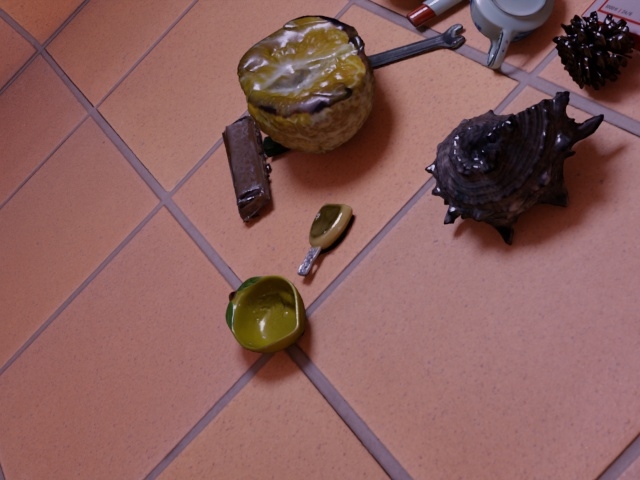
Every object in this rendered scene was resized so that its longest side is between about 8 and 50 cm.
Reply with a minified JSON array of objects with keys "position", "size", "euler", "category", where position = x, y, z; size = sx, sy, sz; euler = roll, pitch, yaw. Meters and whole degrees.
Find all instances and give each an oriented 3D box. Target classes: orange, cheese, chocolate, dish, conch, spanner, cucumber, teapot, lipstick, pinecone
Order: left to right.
[{"position":[-0.169,-0.172,2.099],"size":[0.102,0.065,0.329],"euler":[-34,39,16],"category":"chocolate"},{"position":[-0.088,0.145,1.745],"size":[0.208,0.080,0.149],"euler":[25,79,48],"category":"dish"},{"position":[-0.076,-0.221,2.071],"size":[0.105,0.048,0.048],"euler":[-18,47,26],"category":"cucumber"},{"position":[-0.021,-0.304,1.955],"size":[0.271,0.210,0.368],"euler":[-17,44,-1],"category":"orange"},{"position":[0.001,0.000,1.822],"size":[0.086,0.036,0.162],"euler":[8,63,46],"category":"cheese"},{"position":[0.179,-0.406,2.023],"size":[0.302,0.017,0.071],"euler":[-11,51,36],"category":"spanner"},{"position":[0.303,-0.530,1.981],"size":[0.274,0.061,0.068],"euler":[-29,45,20],"category":"lipstick"},{"position":[0.356,-0.442,1.814],"size":[0.159,0.159,0.232],"euler":[-5,64,39],"category":"teapot"},{"position":[0.316,-0.141,1.574],"size":[0.313,0.186,0.240],"euler":[-40,29,39],"category":"conch"},{"position":[0.469,-0.328,1.605],"size":[0.121,0.140,0.140],"euler":[-28,40,-1],"category":"pinecone"}]

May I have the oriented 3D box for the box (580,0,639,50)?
[{"position":[0.574,-0.391,1.630],"size":[0.123,0.050,0.229],"euler":[-46,39,0],"category":"box"}]
